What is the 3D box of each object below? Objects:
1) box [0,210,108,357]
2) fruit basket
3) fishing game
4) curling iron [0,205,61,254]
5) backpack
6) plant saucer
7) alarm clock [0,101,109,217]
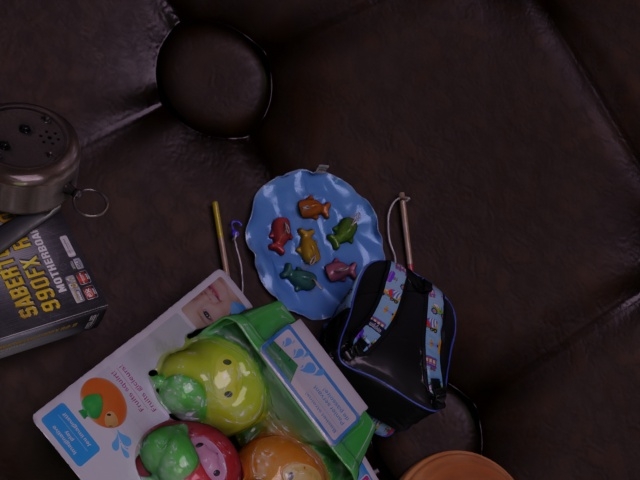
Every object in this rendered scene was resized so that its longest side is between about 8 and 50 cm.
[{"bbox_3d":[-0.359,0.012,1.952,0.183,0.056,0.231,-17,67,-30],"label":"box"},{"bbox_3d":[-0.096,0.225,1.937,0.327,0.165,0.353,53,34,-1],"label":"fruit basket"},{"bbox_3d":[0.000,0.000,2.172,0.264,0.041,0.189,1,76,-26],"label":"fishing game"},{"bbox_3d":[-0.380,0.015,1.885,0.274,0.035,0.068,-30,74,-32],"label":"curling iron"},{"bbox_3d":[0.075,0.118,2.125,0.158,0.117,0.173,29,50,-17],"label":"backpack"},{"bbox_3d":[0.172,0.343,2.144,0.200,0.037,0.200,8,71,-23],"label":"plant saucer"},{"bbox_3d":[-0.304,-0.082,1.942,0.192,0.064,0.129,33,47,13],"label":"alarm clock"}]
